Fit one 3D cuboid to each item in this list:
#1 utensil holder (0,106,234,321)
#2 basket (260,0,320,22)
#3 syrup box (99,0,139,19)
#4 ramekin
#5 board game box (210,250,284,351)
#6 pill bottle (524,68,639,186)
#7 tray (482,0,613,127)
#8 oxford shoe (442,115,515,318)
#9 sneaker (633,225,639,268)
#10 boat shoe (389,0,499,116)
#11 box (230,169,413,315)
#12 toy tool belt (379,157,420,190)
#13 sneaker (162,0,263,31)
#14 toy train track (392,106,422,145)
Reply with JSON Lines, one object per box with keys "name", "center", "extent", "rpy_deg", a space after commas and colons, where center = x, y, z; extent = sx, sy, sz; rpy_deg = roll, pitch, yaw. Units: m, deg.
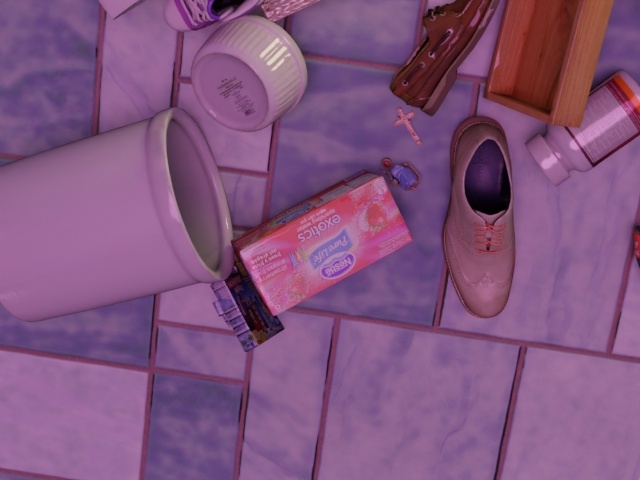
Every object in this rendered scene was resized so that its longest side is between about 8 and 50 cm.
{"name": "utensil holder", "center": [-0.396, -0.039, 1.920], "extent": [0.385, 0.327, 0.328], "rpy_deg": [-15, 104, 12]}
{"name": "basket", "center": [-0.042, -0.473, 1.869], "extent": [0.167, 0.113, 0.103], "rpy_deg": [-21, 107, 11]}
{"name": "syrup box", "center": [-0.293, -0.488, 1.814], "extent": [0.093, 0.237, 0.096], "rpy_deg": [-20, 110, 44]}
{"name": "ramekin", "center": [-0.137, -0.296, 1.881], "extent": [0.207, 0.109, 0.207], "rpy_deg": [18, 134, 20]}
{"name": "board game box", "center": [-0.162, 0.117, 2.029], "extent": [0.060, 0.194, 0.194], "rpy_deg": [-29, 87, 13]}
{"name": "pill bottle", "center": [0.494, -0.203, 1.895], "extent": [0.221, 0.121, 0.121], "rpy_deg": [-36, 100, 14]}
{"name": "tray", "center": [0.416, -0.422, 1.796], "extent": [0.076, 0.203, 0.411], "rpy_deg": [3, 109, -30]}
{"name": "oxford shoe", "center": [0.300, -0.026, 1.948], "extent": [0.140, 0.146, 0.397], "rpy_deg": [-7, 106, 4]}
{"name": "sneaker", "center": [0.748, -0.035, 1.916], "extent": [0.350, 0.131, 0.148], "rpy_deg": [-26, 107, 12]}
{"name": "boat shoe", "center": [0.231, -0.378, 1.872], "extent": [0.104, 0.111, 0.307], "rpy_deg": [27, 106, -4]}
{"name": "box", "center": [0.000, 0.000, 1.938], "extent": [0.299, 0.154, 0.142], "rpy_deg": [-28, 102, -7]}
{"name": "toy tool belt", "center": [0.152, -0.126, 1.982], "extent": [0.083, 0.051, 0.052], "rpy_deg": [37, 105, -6]}
{"name": "sneaker", "center": [-0.190, -0.415, 1.776], "extent": [0.282, 0.161, 0.102], "rpy_deg": [-18, 114, 35]}
{"name": "toy train track", "center": [0.169, -0.217, 1.974], "extent": [0.048, 0.014, 0.083], "rpy_deg": [-31, 102, 13]}
